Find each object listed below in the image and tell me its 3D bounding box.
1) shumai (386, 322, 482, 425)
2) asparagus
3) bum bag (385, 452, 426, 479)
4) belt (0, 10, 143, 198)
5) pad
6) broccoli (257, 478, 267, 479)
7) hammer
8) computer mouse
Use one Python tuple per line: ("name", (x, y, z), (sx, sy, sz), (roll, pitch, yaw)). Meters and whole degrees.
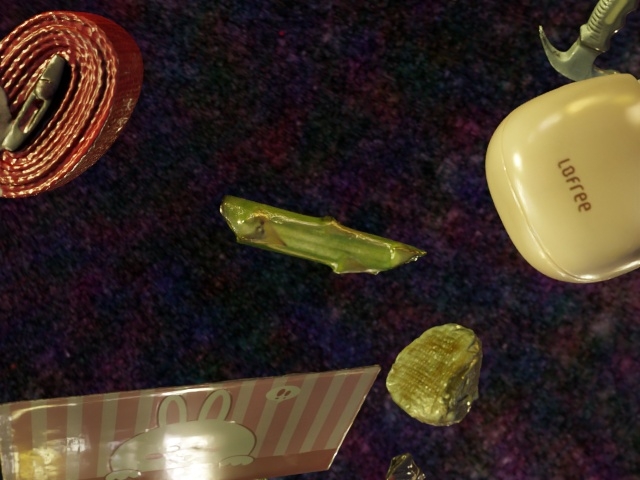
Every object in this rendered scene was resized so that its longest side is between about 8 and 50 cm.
("shumai", (0.208, 0.247, 1.536), (0.184, 0.184, 0.142), (-48, 133, -4))
("asparagus", (0.000, 0.001, 1.467), (0.342, 0.082, 0.085), (15, 110, -7))
("bum bag", (0.122, 0.341, 1.304), (0.058, 0.034, 0.124), (-43, 145, -5))
("belt", (-0.263, -0.135, 0.901), (0.128, 0.124, 0.201), (39, 102, -5))
("pad", (-0.112, 0.171, 0.763), (0.299, 0.005, 0.202), (-3, 143, -18))
("broccoli", (-0.103, 0.391, 1.229), (0.194, 0.194, 0.220), (30, 92, -42))
("hammer", (0.443, -0.340, 1.387), (0.158, 0.041, 0.226), (23, 134, -10))
("computer mouse", (0.219, -0.051, 0.676), (0.236, 0.082, 0.145), (-16, 80, -42))
